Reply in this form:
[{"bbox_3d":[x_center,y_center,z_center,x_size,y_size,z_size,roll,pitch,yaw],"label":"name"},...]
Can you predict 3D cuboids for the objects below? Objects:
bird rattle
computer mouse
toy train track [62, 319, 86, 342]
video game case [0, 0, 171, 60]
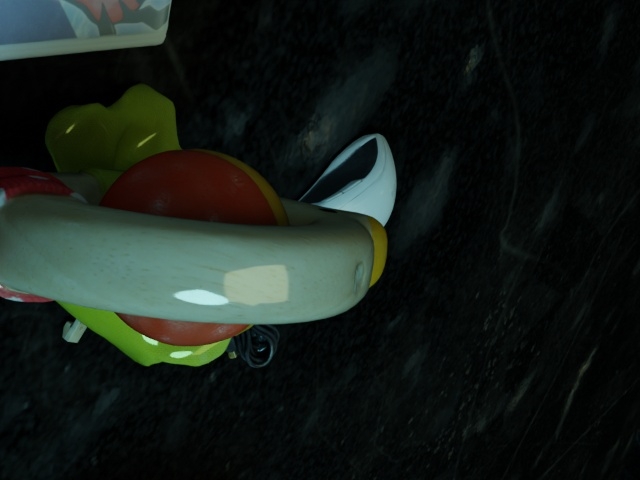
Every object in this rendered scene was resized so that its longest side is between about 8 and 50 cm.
[{"bbox_3d":[-0.082,-0.010,0.445,0.253,0.207,0.143,13,85,-70],"label":"bird rattle"},{"bbox_3d":[0.000,0.000,0.739,0.193,0.042,0.106,-47,148,-26],"label":"computer mouse"},{"bbox_3d":[-0.117,0.017,0.592,0.083,0.014,0.048,-59,158,4],"label":"toy train track"},{"bbox_3d":[-0.124,-0.153,0.401,0.201,0.023,0.183,-18,130,-47],"label":"video game case"}]
